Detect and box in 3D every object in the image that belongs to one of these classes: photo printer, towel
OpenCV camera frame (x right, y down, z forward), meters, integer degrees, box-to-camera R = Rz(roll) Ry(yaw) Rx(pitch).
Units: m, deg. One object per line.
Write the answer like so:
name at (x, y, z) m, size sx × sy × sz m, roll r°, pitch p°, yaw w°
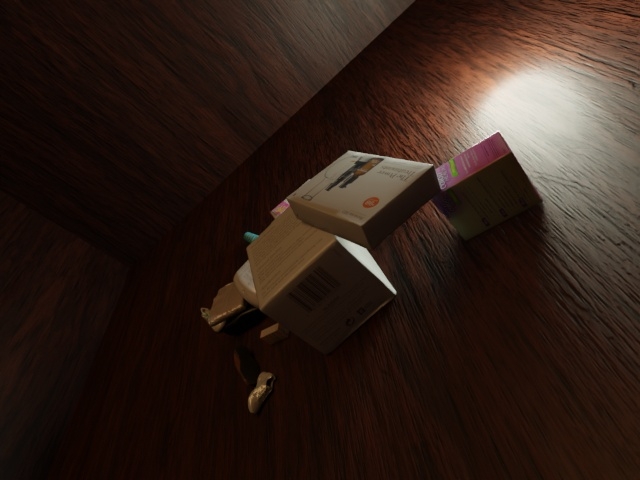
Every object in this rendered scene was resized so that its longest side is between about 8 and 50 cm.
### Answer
photo printer at (-0.215, 0.141, 1.811) m, size 0.256 × 0.107 × 0.307 m, roll 30°, pitch 72°, yaw 40°
towel at (-0.406, 0.263, 1.915) m, size 0.187 × 0.049 × 0.282 m, roll -30°, pitch 23°, yaw 10°

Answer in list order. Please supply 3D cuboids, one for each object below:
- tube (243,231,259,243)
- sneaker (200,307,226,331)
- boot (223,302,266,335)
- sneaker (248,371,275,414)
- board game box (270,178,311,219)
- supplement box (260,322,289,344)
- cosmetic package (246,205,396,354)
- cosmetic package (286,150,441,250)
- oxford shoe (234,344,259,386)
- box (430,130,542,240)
tube at (-0.353, 0.000, 2.303) m, size 0.207 × 0.052 × 0.080 m, roll 20°, pitch 83°, yaw 52°
sneaker at (-0.534, 0.381, 2.054) m, size 0.080 × 0.094 × 0.212 m, roll -56°, pitch 31°, yaw -14°
boot at (-0.331, 0.306, 1.886) m, size 0.236 × 0.085 × 0.178 m, roll -33°, pitch 31°, yaw 24°
sneaker at (-0.208, 0.538, 1.490) m, size 0.061 × 0.054 × 0.152 m, roll -13°, pitch 45°, yaw 42°
board game box at (-0.060, -0.109, 1.802) m, size 0.242 × 0.064 × 0.316 m, roll -40°, pitch 40°, yaw 1°
supplement box at (-0.179, 0.365, 1.638) m, size 0.098 × 0.062 × 0.036 m, roll -31°, pitch 34°, yaw 30°
cosmetic package at (-0.014, 0.099, 1.460) m, size 0.329 × 0.327 × 0.393 m, roll -43°, pitch 31°, yaw 10°
cosmetic package at (0.113, -0.137, 1.246) m, size 0.284 × 0.097 × 0.377 m, roll -42°, pitch 35°, yaw -18°
oxford shoe at (-0.291, 0.503, 1.644) m, size 0.212 × 0.076 × 0.076 m, roll 46°, pitch 125°, yaw 58°
box at (0.467, -0.151, 1.224) m, size 0.243 × 0.213 × 0.117 m, roll -33°, pitch 34°, yaw 28°
